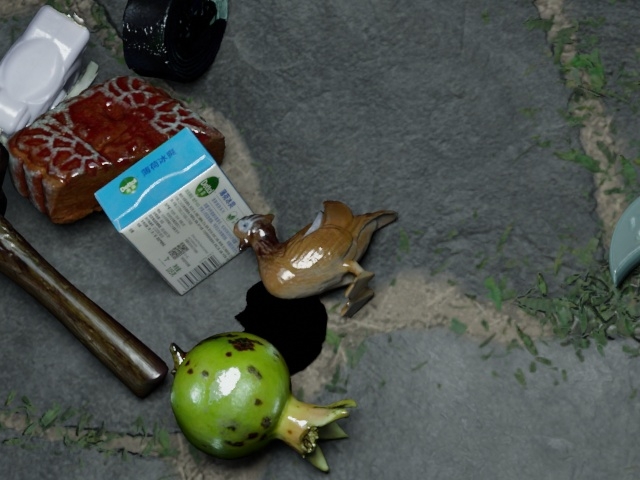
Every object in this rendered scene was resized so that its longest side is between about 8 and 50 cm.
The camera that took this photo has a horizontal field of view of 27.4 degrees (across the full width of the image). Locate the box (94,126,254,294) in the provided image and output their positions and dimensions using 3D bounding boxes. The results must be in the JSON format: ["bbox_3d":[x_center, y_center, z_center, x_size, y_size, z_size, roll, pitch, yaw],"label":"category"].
[{"bbox_3d":[-0.166,-0.032,1.595,0.139,0.194,0.073,-37,60,-2],"label":"box"}]

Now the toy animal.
[{"bbox_3d":[0.000,0.000,1.588,0.179,0.089,0.188,40,64,21],"label":"toy animal"}]

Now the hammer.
[{"bbox_3d":[-0.345,0.052,1.641,0.408,0.242,0.095,38,48,12],"label":"hammer"}]

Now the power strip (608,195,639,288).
[{"bbox_3d":[0.436,-0.005,1.478,0.215,0.044,0.137,0,65,18],"label":"power strip"}]

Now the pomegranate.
[{"bbox_3d":[-0.068,0.178,1.497,0.220,0.156,0.156,3,65,0],"label":"pomegranate"}]

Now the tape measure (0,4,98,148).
[{"bbox_3d":[-0.381,-0.202,1.762,0.105,0.178,0.196,31,79,-7],"label":"tape measure"}]

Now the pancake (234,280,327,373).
[{"bbox_3d":[-0.048,0.105,1.593,0.116,0.022,0.130,-11,67,13],"label":"pancake"}]

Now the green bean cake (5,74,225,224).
[{"bbox_3d":[-0.270,-0.113,1.683,0.232,0.097,0.198,-32,54,-28],"label":"green bean cake"}]

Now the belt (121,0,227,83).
[{"bbox_3d":[-0.191,-0.294,1.743,0.078,0.151,0.198,10,31,19],"label":"belt"}]
